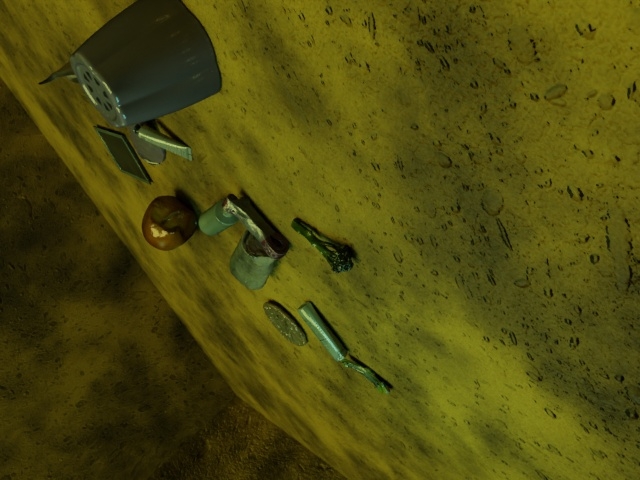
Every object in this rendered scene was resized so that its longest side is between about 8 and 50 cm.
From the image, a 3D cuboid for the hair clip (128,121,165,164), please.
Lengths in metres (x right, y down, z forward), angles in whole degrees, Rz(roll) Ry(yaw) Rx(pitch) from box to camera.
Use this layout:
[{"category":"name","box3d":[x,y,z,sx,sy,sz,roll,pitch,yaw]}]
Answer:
[{"category":"hair clip","box3d":[-0.579,-0.354,1.761,0.358,0.110,0.095,85,171,-56]}]

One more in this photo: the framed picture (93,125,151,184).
[{"category":"framed picture","box3d":[-0.795,-0.347,2.193,0.293,0.018,0.231,23,145,45]}]

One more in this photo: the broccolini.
[{"category":"broccolini","box3d":[-0.002,0.000,1.337,0.216,0.067,0.058,44,153,33]}]

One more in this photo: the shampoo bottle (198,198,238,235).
[{"category":"shampoo bottle","box3d":[-0.308,-0.075,1.690,0.085,0.085,0.262,53,155,-9]}]

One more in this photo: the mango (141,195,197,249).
[{"category":"mango","box3d":[-0.560,-0.062,2.035,0.350,0.199,0.201,146,113,-78]}]

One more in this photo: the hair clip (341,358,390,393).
[{"category":"hair clip","box3d":[0.146,0.424,1.714,0.188,0.033,0.060,30,152,30]}]

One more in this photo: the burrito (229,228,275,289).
[{"category":"burrito","box3d":[-0.210,0.057,1.697,0.143,0.105,0.299,43,154,4]}]

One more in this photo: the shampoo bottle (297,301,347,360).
[{"category":"shampoo bottle","box3d":[0.007,0.289,1.733,0.212,0.049,0.072,54,152,-8]}]

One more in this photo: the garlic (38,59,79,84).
[{"category":"garlic","box3d":[-0.522,-0.402,1.371,0.151,0.196,0.338,53,-173,-1]}]

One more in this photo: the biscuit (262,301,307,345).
[{"category":"biscuit","box3d":[-0.131,0.310,2.015,0.220,0.033,0.219,37,154,22]}]

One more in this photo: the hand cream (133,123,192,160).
[{"category":"hand cream","box3d":[-0.478,-0.304,1.668,0.195,0.042,0.067,25,148,3]}]

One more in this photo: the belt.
[{"category":"belt","box3d":[-0.179,-0.043,1.547,0.232,0.071,0.053,46,149,1]}]

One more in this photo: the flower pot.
[{"category":"flower pot","box3d":[-0.400,-0.386,1.211,0.265,0.243,0.265,41,154,25]}]
